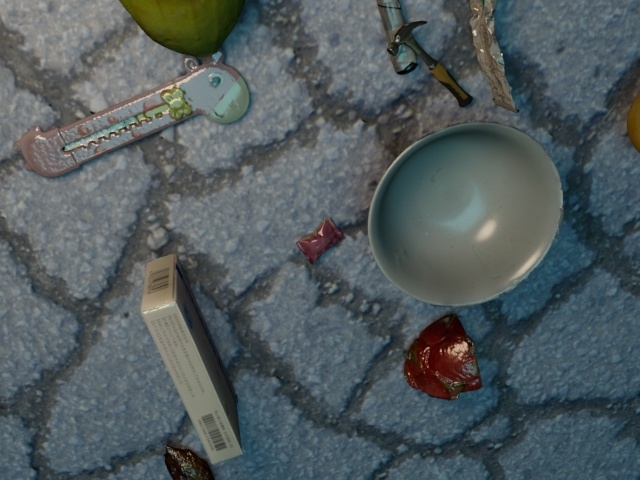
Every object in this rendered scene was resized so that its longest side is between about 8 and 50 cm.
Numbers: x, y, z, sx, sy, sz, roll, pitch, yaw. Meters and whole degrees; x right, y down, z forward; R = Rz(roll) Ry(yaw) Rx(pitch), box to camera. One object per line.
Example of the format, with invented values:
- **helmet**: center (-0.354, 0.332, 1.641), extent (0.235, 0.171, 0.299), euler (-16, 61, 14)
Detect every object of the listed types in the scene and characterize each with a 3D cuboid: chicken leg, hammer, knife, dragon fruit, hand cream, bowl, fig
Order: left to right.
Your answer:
- **knife**: center (-0.314, -0.198, 1.153), extent (0.399, 0.038, 0.132), euler (-22, 112, 1)
- **fig**: center (-0.204, -0.377, 1.003), extent (0.207, 0.207, 0.230), euler (-4, 113, -8)
- **chicken leg**: center (-0.273, 0.527, 1.466), extent (0.105, 0.063, 0.233), euler (-7, 112, -11)
- **hammer**: center (0.074, -0.467, 1.099), extent (0.152, 0.044, 0.426), euler (-19, 116, -1)
- **hammer**: center (0.199, -0.298, 1.180), extent (0.201, 0.021, 0.078), euler (34, 92, -34)
- **dragon fruit**: center (0.237, 0.243, 1.394), extent (0.161, 0.120, 0.127), euler (-24, 110, 7)
- **bowl**: center (0.238, -0.065, 1.236), extent (0.346, 0.157, 0.345), euler (-3, 113, -8)
- **hand cream**: center (0.292, -0.344, 1.169), extent (0.050, 0.084, 0.256), euler (-17, 111, -10)

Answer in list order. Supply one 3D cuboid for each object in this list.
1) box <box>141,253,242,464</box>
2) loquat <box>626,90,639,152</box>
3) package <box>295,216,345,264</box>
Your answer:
- **box**: center (-0.231, 0.215, 1.260), extent (0.065, 0.200, 0.343), euler (-19, 115, -3)
- **loquat**: center (0.639, -0.229, 1.236), extent (0.172, 0.149, 0.204), euler (-26, 101, 4)
- **package**: center (0.000, 0.000, 1.297), extent (0.083, 0.029, 0.059), euler (-38, 118, -1)
